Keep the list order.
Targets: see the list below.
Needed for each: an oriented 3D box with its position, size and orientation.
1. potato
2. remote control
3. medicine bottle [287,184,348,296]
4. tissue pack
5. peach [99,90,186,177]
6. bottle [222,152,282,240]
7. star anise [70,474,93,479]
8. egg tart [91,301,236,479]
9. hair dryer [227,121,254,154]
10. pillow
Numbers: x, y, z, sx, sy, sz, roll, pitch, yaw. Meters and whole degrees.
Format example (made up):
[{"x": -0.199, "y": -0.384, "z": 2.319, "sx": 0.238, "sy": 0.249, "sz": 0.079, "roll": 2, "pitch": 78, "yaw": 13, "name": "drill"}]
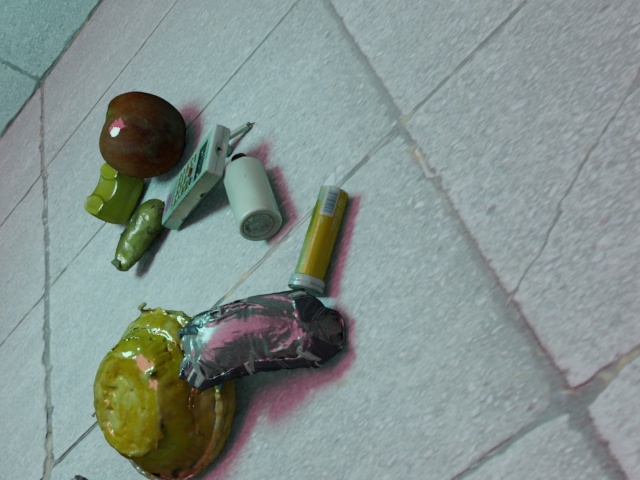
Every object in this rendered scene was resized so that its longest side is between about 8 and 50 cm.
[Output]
[{"x": -0.493, "y": -0.016, "z": 1.935, "sx": 0.226, "sy": 0.090, "sz": 0.117, "roll": -59, "pitch": 12, "yaw": -5, "name": "potato"}, {"x": -0.320, "y": -0.151, "z": 1.791, "sx": 0.344, "sy": 0.050, "sz": 0.145, "roll": -38, "pitch": 39, "yaw": 51, "name": "remote control"}, {"x": 0.000, "y": 0.000, "z": 1.421, "sx": 0.074, "sy": 0.074, "sz": 0.218, "roll": -1, "pitch": 66, "yaw": 47, "name": "medicine bottle"}, {"x": -0.606, "y": -0.137, "z": 2.112, "sx": 0.123, "sy": 0.127, "sz": 0.178, "roll": 19, "pitch": 84, "yaw": 43, "name": "tissue pack"}, {"x": -0.500, "y": -0.299, "z": 2.009, "sx": 0.252, "sy": 0.252, "sz": 0.253, "roll": -25, "pitch": 52, "yaw": 36, "name": "peach"}, {"x": -0.165, "y": -0.115, "z": 1.636, "sx": 0.104, "sy": 0.104, "sz": 0.245, "roll": -42, "pitch": 43, "yaw": 22, "name": "bottle"}, {"x": -0.530, "y": 0.644, "z": 1.606, "sx": 0.229, "sy": 0.093, "sz": 0.236, "roll": -35, "pitch": 48, "yaw": 28, "name": "star anise"}, {"x": -0.349, "y": 0.323, "z": 1.483, "sx": 0.387, "sy": 0.169, "sz": 0.388, "roll": -2, "pitch": 87, "yaw": 37, "name": "egg tart"}, {"x": -0.222, "y": -0.272, "z": 1.838, "sx": 0.124, "sy": 0.063, "sz": 0.038, "roll": -30, "pitch": 44, "yaw": 6, "name": "hair dryer"}, {"x": -0.117, "y": 0.185, "z": 1.343, "sx": 0.334, "sy": 0.092, "sz": 0.162, "roll": -13, "pitch": 70, "yaw": 10, "name": "pillow"}]
